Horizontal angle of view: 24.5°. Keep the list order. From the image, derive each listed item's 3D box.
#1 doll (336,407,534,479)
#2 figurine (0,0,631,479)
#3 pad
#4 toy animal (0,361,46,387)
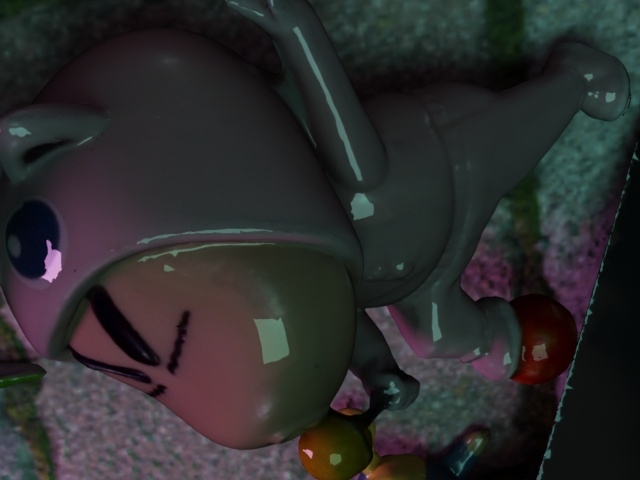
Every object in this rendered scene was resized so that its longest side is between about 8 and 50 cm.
[{"bbox_3d":[0.081,0.150,0.771,0.179,0.102,0.089,25,159,-25],"label":"doll"},{"bbox_3d":[0.000,0.000,0.618,0.288,0.186,0.176,0,149,-26],"label":"figurine"},{"bbox_3d":[0.207,0.064,0.722,0.181,0.004,0.267,13,99,-14],"label":"pad"},{"bbox_3d":[-0.246,0.084,0.712,0.217,0.041,0.075,-26,123,4],"label":"toy animal"}]
